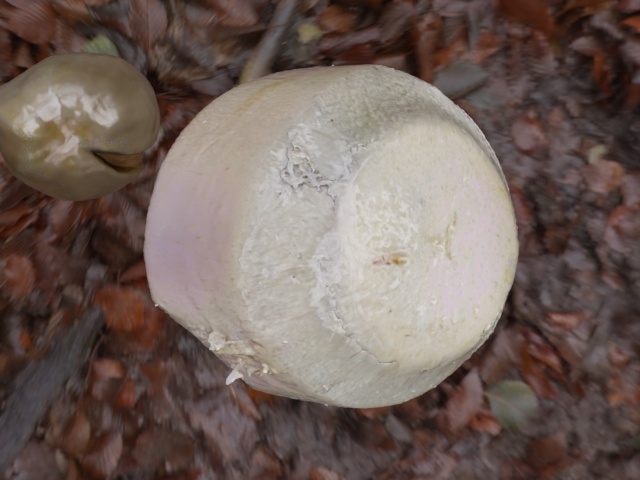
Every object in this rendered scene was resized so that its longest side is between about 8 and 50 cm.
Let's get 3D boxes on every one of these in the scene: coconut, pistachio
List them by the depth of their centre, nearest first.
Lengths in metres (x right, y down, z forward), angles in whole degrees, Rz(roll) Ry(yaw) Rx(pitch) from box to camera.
[{"bbox_3d":[0.000,0.000,0.798,0.224,0.234,0.224,4,83,-40],"label":"coconut"},{"bbox_3d":[-0.193,-0.096,1.027,0.124,0.185,0.125,1,101,7],"label":"pistachio"}]
